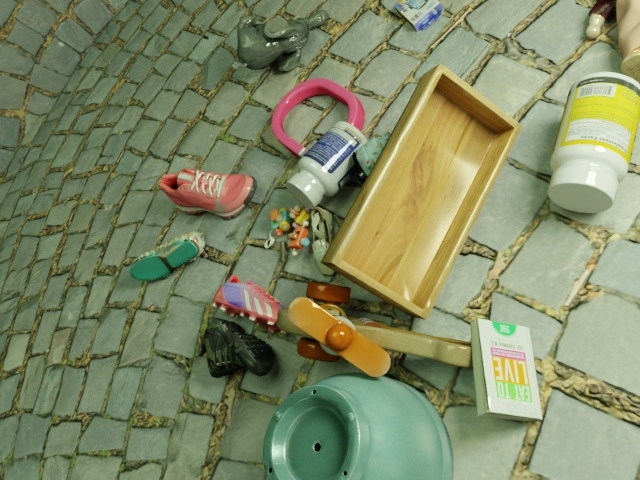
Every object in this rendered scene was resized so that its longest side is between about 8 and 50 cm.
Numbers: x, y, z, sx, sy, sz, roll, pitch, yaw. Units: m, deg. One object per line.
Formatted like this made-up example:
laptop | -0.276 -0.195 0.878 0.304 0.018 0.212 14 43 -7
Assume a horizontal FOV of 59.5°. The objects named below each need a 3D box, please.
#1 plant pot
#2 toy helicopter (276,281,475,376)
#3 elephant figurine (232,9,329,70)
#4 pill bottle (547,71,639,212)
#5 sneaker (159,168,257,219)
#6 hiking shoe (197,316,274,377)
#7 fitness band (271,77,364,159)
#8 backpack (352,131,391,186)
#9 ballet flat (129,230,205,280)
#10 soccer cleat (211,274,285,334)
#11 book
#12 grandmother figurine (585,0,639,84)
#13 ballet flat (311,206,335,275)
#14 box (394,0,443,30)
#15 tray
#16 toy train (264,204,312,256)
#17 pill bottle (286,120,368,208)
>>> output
plant pot | 0.035 0.336 0.881 0.293 0.196 0.293 -19 54 27
toy helicopter | 0.090 0.158 0.943 0.355 0.235 0.140 8 86 21
elephant figurine | -0.111 -0.576 1.604 0.240 0.169 0.185 0 92 21
pill bottle | 0.449 -0.159 0.923 0.119 0.119 0.208 8 69 40
sneaker | -0.308 -0.133 1.478 0.314 0.136 0.115 -1 64 37
hiking shoe | -0.182 0.250 1.195 0.227 0.086 0.114 24 93 49
fitness band | -0.012 -0.307 1.417 0.209 0.054 0.291 -48 47 2
backpack | 0.138 -0.137 1.148 0.115 0.152 0.182 -30 37 11
ballet flat | -0.400 0.042 1.495 0.241 0.091 0.077 -21 22 21
soccer cleat | -0.141 0.135 1.227 0.248 0.083 0.095 9 65 43
book | 0.282 0.197 0.855 0.035 0.096 0.144 123 154 -56
grandmother figurine | 0.579 -0.442 1.017 0.208 0.104 0.342 -22 48 44
ballet flat | 0.000 0.000 1.216 0.057 0.052 0.168 -25 51 25
box | 0.248 -0.582 1.405 0.081 0.028 0.136 -38 45 12
tray | 0.188 -0.088 1.020 0.410 0.203 0.076 -61 15 -11
toy train | -0.080 -0.029 1.279 0.166 0.046 0.125 2 63 51
pill bottle | 0.016 -0.163 1.241 0.186 0.112 0.112 -47 44 -14
